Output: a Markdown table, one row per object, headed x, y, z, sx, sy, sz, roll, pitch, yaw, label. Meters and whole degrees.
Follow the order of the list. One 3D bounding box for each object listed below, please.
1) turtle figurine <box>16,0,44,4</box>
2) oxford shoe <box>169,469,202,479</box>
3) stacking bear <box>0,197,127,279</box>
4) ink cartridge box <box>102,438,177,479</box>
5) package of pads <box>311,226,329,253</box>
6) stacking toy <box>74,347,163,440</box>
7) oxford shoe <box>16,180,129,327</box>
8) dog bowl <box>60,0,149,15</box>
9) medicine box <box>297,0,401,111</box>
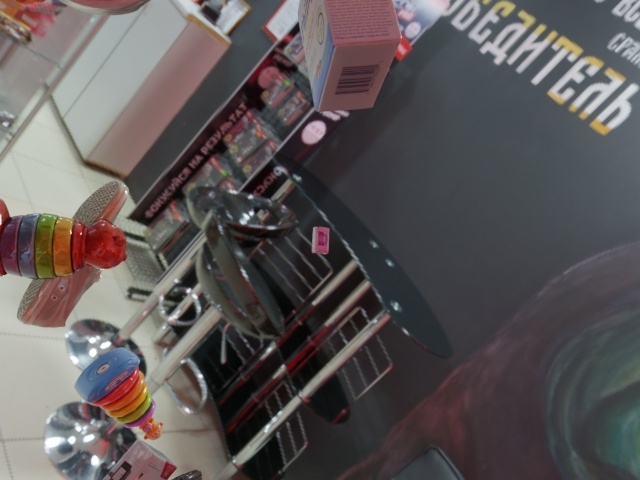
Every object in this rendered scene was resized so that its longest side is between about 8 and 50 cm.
| x | y | z | sx | sy | sz | roll | pitch | yaw | label |
| --- | --- | --- | --- | --- | --- | --- | --- | --- | --- |
| -0.241 | -0.257 | 0.392 | 0.087 | 0.218 | 0.269 | 99 | -9 | -70 | turtle figurine |
| -0.268 | 0.530 | 1.173 | 0.096 | 0.083 | 0.227 | 61 | -21 | 28 | oxford shoe |
| -0.597 | 0.009 | 1.328 | 0.289 | 0.175 | 0.164 | 1 | 52 | -14 | stacking bear |
| -0.394 | 0.510 | 1.213 | 0.063 | 0.150 | 0.109 | 27 | -23 | 32 | ink cartridge box |
| 0.000 | 0.000 | 1.797 | 0.050 | 0.083 | 0.032 | 8 | -9 | -40 | package of pads |
| -0.544 | 0.474 | 1.660 | 0.166 | 0.175 | 0.301 | 11 | -46 | 50 | stacking toy |
| -0.615 | 0.042 | 1.491 | 0.130 | 0.449 | 0.169 | 31 | 8 | -34 | oxford shoe |
| -0.424 | -0.607 | 1.092 | 0.349 | 0.348 | 0.102 | 36 | 12 | -28 | dog bowl |
| 0.052 | -0.482 | 1.291 | 0.263 | 0.149 | 0.289 | 113 | -33 | -70 | medicine box |
